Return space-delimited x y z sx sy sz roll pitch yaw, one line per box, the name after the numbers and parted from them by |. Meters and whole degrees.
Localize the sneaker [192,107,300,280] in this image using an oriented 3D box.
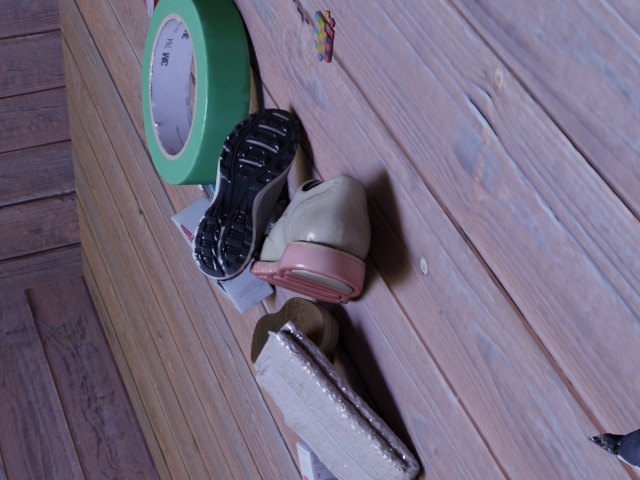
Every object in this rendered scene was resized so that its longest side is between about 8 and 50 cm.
-0.107 -0.067 1.665 0.108 0.100 0.271 84 -152 -76 | sneaker

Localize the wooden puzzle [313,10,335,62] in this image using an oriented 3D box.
0.003 -0.265 1.506 0.083 0.006 0.049 96 152 -45 | wooden puzzle

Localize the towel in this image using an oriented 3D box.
0.014 0.249 1.622 0.282 0.049 0.187 47 153 12 | towel

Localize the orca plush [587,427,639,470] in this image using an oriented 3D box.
0.325 0.163 0.837 0.151 0.102 0.287 33 177 -10 | orca plush

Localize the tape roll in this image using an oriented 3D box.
-0.211 -0.252 1.908 0.321 0.077 0.321 12 103 63 | tape roll

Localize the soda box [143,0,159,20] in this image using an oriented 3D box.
-0.246 -0.484 1.923 0.263 0.092 0.083 105 147 -54 | soda box

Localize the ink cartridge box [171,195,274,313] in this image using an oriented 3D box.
-0.167 0.024 1.982 0.175 0.072 0.127 60 168 -26 | ink cartridge box

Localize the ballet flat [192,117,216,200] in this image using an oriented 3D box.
-0.189 -0.132 2.032 0.074 0.074 0.203 114 144 -61 | ballet flat

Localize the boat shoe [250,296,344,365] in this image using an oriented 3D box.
-0.025 0.149 1.773 0.285 0.089 0.104 165 118 -68 | boat shoe

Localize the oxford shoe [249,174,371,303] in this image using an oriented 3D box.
0.000 0.000 1.574 0.397 0.141 0.146 164 123 -75 | oxford shoe

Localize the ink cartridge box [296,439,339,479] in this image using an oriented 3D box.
0.021 0.356 1.752 0.052 0.089 0.122 21 123 64 | ink cartridge box

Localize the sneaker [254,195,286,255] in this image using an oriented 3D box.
-0.087 -0.065 1.801 0.106 0.078 0.234 45 138 21 | sneaker
